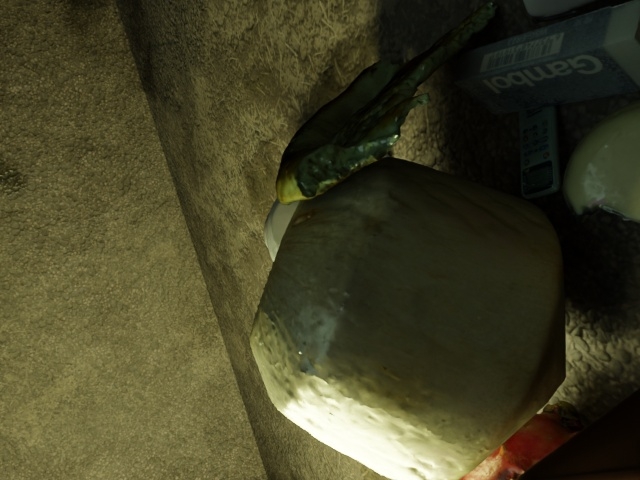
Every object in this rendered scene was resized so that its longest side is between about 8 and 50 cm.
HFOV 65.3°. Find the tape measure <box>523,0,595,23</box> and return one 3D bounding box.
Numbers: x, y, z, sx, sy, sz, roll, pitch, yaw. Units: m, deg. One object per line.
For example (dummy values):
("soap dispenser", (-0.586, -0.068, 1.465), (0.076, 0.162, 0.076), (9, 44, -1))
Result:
("tape measure", (0.265, -0.311, 0.418), (0.236, 0.120, 0.197), (10, 143, 55))

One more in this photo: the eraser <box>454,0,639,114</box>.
("eraser", (0.258, -0.192, 0.552), (0.212, 0.091, 0.046), (8, 78, 58))

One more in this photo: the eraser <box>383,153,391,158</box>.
("eraser", (0.114, -0.110, 0.914), (0.027, 0.019, 0.100), (-124, 30, -50))

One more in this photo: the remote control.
("remote control", (0.269, -0.114, 0.613), (0.053, 0.017, 0.125), (-16, 67, 59))

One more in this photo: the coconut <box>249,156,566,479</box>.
("coconut", (0.127, 0.101, 0.654), (0.344, 0.414, 0.416), (132, 117, -81))

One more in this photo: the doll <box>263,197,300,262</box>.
("doll", (0.000, 0.000, 1.038), (0.221, 0.220, 0.251), (149, 123, -60))

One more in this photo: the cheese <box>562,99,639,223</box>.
("cheese", (0.349, -0.101, 0.479), (0.163, 0.070, 0.249), (48, 144, 32))

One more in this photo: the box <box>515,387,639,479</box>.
("box", (0.361, 0.230, 0.390), (0.230, 0.339, 0.239), (63, 150, 18))

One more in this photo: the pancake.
("pancake", (0.056, -0.172, 0.640), (0.067, 0.427, 0.304), (49, 138, -12))

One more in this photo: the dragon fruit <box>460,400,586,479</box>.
("dragon fruit", (0.303, 0.336, 0.628), (0.291, 0.250, 0.269), (113, 134, -69))
